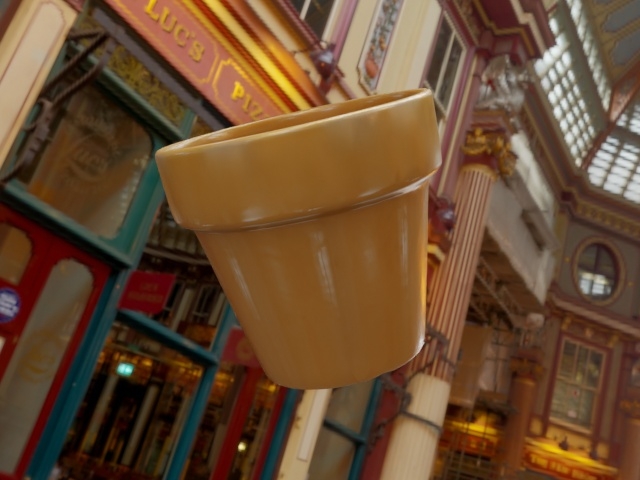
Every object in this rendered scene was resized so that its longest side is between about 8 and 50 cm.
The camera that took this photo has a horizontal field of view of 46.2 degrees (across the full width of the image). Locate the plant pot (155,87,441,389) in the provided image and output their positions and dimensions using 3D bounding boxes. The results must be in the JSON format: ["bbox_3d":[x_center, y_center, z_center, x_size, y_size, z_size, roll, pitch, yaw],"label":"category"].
[{"bbox_3d":[0.000,0.000,0.567,0.205,0.188,0.205,-13,12,3],"label":"plant pot"}]
